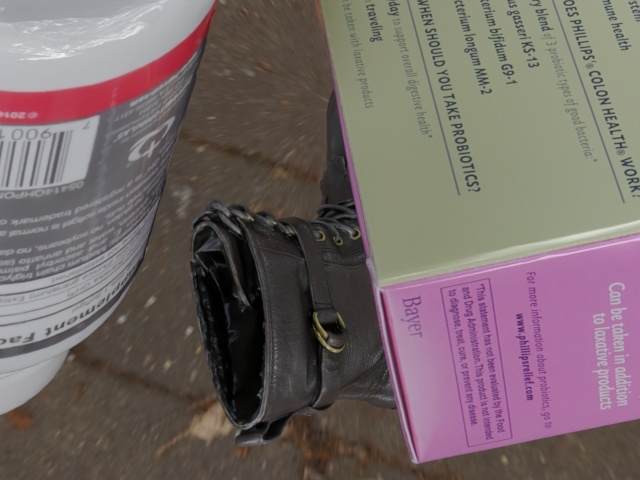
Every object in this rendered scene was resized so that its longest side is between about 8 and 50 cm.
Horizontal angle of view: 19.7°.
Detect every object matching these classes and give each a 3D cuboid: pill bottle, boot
[{"bbox_3d":[-0.151,-0.051,0.802,0.176,0.318,0.176,8,54,-11],"label":"pill bottle"},{"bbox_3d":[0.000,0.000,1.168,0.091,0.229,0.263,-18,74,32],"label":"boot"}]

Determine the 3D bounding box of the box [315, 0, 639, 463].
[{"bbox_3d":[0.132,-0.044,0.784,0.243,0.213,0.117,-13,136,2],"label":"box"}]
